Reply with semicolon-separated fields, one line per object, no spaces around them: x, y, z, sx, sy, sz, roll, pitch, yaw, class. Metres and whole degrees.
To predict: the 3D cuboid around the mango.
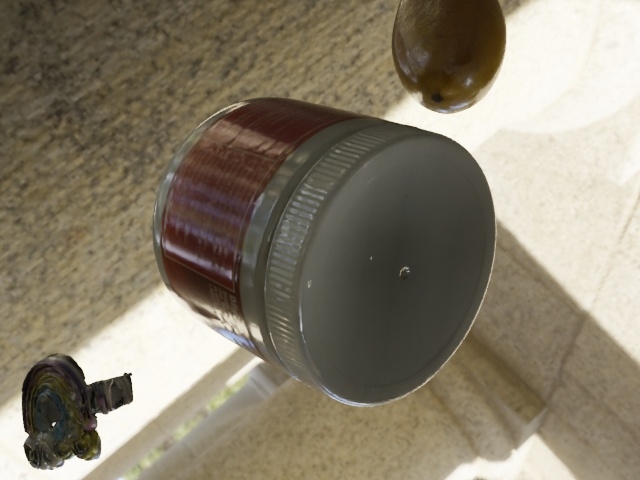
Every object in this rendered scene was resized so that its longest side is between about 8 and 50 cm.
0.144;-0.246;0.977;0.136;0.228;0.099;-17;151;36;mango

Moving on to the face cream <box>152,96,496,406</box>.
0.000;0.000;0.653;0.187;0.201;0.201;21;149;46;face cream

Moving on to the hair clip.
-0.261;0.173;0.885;0.172;0.049;0.116;-21;74;36;hair clip
